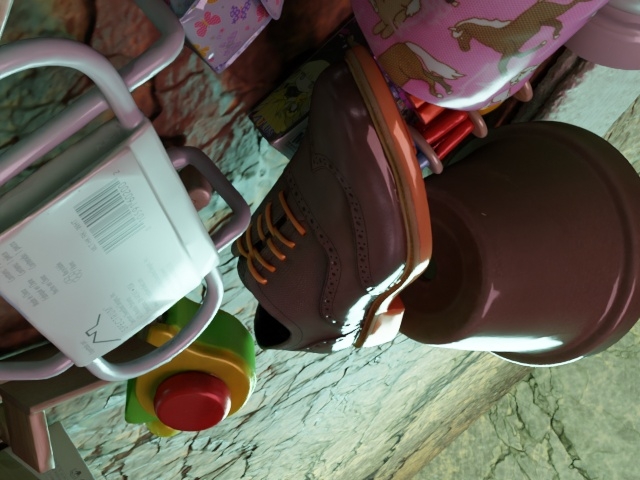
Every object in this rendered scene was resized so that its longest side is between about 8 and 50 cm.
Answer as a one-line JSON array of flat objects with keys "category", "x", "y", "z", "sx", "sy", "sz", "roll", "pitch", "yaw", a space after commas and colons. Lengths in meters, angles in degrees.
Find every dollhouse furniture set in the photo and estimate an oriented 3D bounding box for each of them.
[{"category": "dollhouse furniture set", "x": -0.210, "y": 0.165, "z": 0.771, "sx": 0.123, "sy": 0.144, "sz": 0.151, "roll": -19, "pitch": 113, "yaw": -39}]

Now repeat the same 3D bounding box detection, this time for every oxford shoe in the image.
[{"category": "oxford shoe", "x": 0.000, "y": 0.000, "z": 0.715, "sx": 0.133, "sy": 0.130, "sz": 0.363, "roll": -15, "pitch": 147, "yaw": -11}]

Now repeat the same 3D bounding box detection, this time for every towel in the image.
[{"category": "towel", "x": 0.309, "y": -0.177, "z": 1.034, "sx": 0.187, "sy": 0.049, "sz": 0.282, "roll": -9, "pitch": 143, "yaw": -47}]

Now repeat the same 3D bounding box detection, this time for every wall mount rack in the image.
[{"category": "wall mount rack", "x": -0.196, "y": 0.000, "z": 0.535, "sx": 0.304, "sy": 0.130, "sz": 0.350, "roll": -37, "pitch": 155, "yaw": -12}]

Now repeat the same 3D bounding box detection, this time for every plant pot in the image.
[{"category": "plant pot", "x": 0.170, "y": 0.015, "z": 0.911, "sx": 0.229, "sy": 0.263, "sz": 0.263, "roll": -11, "pitch": 143, "yaw": -45}]

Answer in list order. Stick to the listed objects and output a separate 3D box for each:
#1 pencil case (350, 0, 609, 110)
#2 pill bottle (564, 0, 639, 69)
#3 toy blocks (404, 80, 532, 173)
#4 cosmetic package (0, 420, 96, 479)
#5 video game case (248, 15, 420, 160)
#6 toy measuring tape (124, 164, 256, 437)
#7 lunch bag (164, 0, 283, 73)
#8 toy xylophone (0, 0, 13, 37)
[{"category": "pencil case", "x": 0.161, "y": -0.221, "z": 0.475, "sx": 0.160, "sy": 0.167, "sz": 0.386, "roll": 5, "pitch": 158, "yaw": -25}, {"category": "pill bottle", "x": 0.261, "y": -0.270, "z": 0.648, "sx": 0.169, "sy": 0.169, "sz": 0.301, "roll": -29, "pitch": 154, "yaw": -22}, {"category": "toy blocks", "x": 0.100, "y": -0.107, "z": 0.738, "sx": 0.148, "sy": 0.054, "sz": 0.123, "roll": -39, "pitch": 157, "yaw": -2}, {"category": "cosmetic package", "x": -0.326, "y": 0.326, "z": 0.895, "sx": 0.225, "sy": 0.138, "sz": 0.224, "roll": -27, "pitch": 154, "yaw": -29}, {"category": "video game case", "x": 0.069, "y": -0.126, "z": 0.782, "sx": 0.210, "sy": 0.042, "sz": 0.232, "roll": -42, "pitch": 156, "yaw": 7}, {"category": "toy measuring tape", "x": -0.099, "y": 0.072, "z": 0.804, "sx": 0.121, "sy": 0.121, "sz": 0.330, "roll": -19, "pitch": 144, "yaw": -38}, {"category": "lunch bag", "x": -0.057, "y": -0.154, "z": 0.542, "sx": 0.083, "sy": 0.053, "sz": 0.071, "roll": -48, "pitch": 158, "yaw": -3}, {"category": "toy xylophone", "x": -0.237, "y": -0.021, "z": 0.331, "sx": 0.236, "sy": 0.081, "sz": 0.322, "roll": 16, "pitch": 129, "yaw": -13}]
